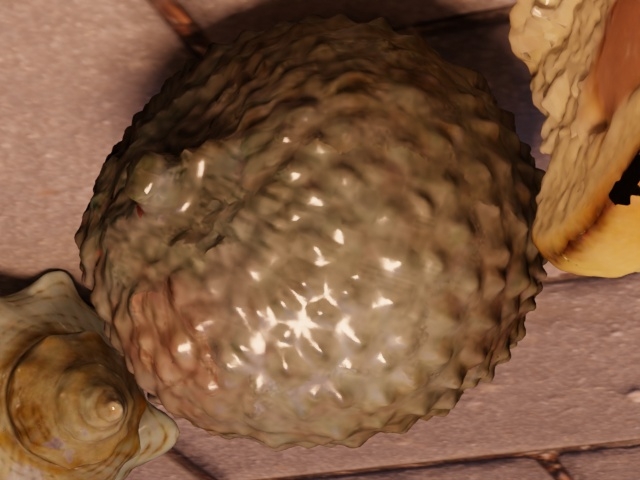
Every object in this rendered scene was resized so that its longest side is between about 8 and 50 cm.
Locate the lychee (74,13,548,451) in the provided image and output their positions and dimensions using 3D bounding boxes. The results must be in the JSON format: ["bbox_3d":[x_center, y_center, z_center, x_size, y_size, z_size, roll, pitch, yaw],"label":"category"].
[{"bbox_3d":[0.000,0.000,0.984,0.255,0.255,0.274,-17,153,33],"label":"lychee"}]

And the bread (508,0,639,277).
[{"bbox_3d":[0.178,-0.111,0.825,0.224,0.183,0.211,-10,149,19],"label":"bread"}]

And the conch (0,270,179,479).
[{"bbox_3d":[-0.203,0.112,1.343,0.203,0.169,0.386,39,176,-16],"label":"conch"}]
